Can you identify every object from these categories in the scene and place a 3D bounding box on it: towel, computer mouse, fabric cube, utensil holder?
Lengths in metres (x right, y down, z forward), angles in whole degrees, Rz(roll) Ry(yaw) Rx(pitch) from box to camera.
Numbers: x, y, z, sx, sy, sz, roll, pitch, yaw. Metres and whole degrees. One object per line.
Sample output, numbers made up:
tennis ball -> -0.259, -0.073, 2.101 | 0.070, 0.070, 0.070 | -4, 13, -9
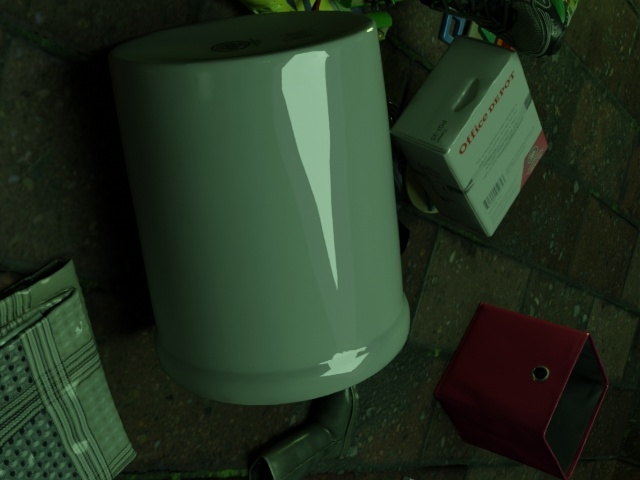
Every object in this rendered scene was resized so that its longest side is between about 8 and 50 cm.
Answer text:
towel -> -0.355, 0.222, 0.968 | 0.312, 0.056, 0.324 | -37, 128, -40
computer mouse -> 0.082, -0.143, 1.357 | 0.272, 0.072, 0.188 | -85, 154, -46
fabric cube -> 0.444, 0.326, 1.886 | 0.254, 0.258, 0.259 | -58, 140, -21
utensil holder -> -0.069, -0.055, 1.032 | 0.327, 0.327, 0.385 | -31, 123, -43

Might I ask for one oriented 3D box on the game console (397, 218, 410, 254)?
game console -> 0.000, 0.000, 1.345 | 0.361, 0.044, 0.213 | 38, 82, -47

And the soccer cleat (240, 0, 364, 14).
soccer cleat -> -0.040, -0.311, 1.172 | 0.289, 0.093, 0.121 | 4, 105, -53

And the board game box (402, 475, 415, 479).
board game box -> 0.185, 0.549, 1.819 | 0.090, 0.020, 0.090 | 38, 72, -51

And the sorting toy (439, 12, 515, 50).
sorting toy -> 0.337, -0.369, 1.683 | 0.348, 0.047, 0.196 | 35, 74, -52

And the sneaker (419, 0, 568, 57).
sneaker -> 0.227, -0.378, 1.324 | 0.146, 0.343, 0.134 | -32, 149, -32

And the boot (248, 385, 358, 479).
boot -> -0.030, 0.323, 1.429 | 0.208, 0.076, 0.189 | -12, 109, -43

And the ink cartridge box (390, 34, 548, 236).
ink cartridge box -> 0.254, -0.168, 1.423 | 0.207, 0.117, 0.283 | -55, 145, -10

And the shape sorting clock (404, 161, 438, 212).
shape sorting clock -> 0.227, -0.146, 1.554 | 0.206, 0.040, 0.206 | -26, 134, -31

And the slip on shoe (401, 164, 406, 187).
slip on shoe -> 0.124, -0.083, 1.505 | 0.135, 0.041, 0.051 | -43, 133, -36

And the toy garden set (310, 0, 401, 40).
toy garden set -> 0.015, -0.249, 1.195 | 0.204, 0.049, 0.244 | -20, 150, -40

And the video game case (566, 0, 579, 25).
video game case -> 0.512, -0.569, 1.864 | 0.227, 0.026, 0.206 | 46, 65, -48
